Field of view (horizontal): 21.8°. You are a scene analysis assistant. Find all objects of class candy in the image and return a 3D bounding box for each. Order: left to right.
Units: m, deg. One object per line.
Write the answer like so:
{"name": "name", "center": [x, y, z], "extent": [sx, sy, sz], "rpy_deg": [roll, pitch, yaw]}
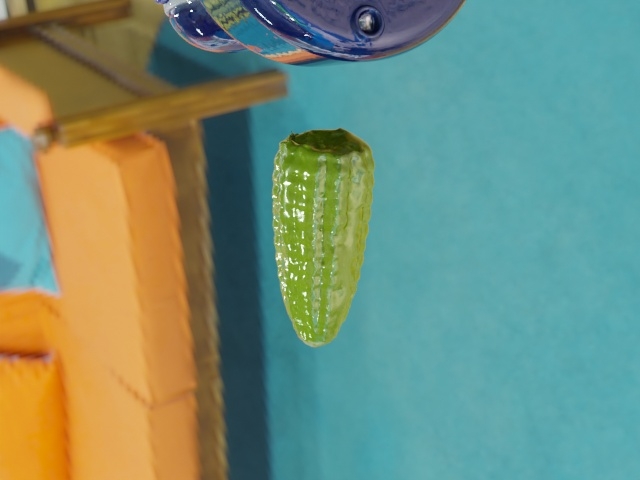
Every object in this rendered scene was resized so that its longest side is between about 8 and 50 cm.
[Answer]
{"name": "candy", "center": [0.000, 0.000, 1.572], "extent": [0.096, 0.096, 0.210], "rpy_deg": [23, 114, 55]}

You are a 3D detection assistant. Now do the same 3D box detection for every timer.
{"name": "timer", "center": [-0.043, -0.270, 1.581], "extent": [0.383, 0.270, 0.270], "rpy_deg": [-15, 91, 66]}
